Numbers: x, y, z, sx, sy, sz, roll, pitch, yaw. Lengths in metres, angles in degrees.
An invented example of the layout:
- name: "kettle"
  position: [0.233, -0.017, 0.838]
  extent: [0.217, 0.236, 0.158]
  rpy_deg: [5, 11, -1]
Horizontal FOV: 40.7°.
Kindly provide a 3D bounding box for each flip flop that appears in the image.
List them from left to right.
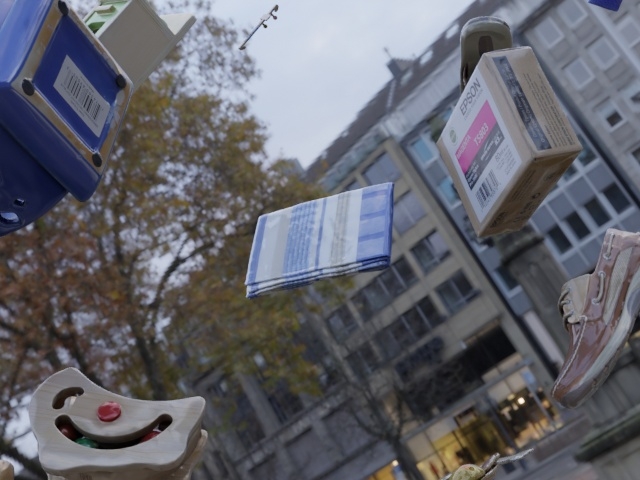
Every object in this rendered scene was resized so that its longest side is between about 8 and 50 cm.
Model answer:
- name: "flip flop"
  position: [0.299, -0.278, 1.512]
  extent: [0.112, 0.080, 0.277]
  rpy_deg: [-5, -28, 11]

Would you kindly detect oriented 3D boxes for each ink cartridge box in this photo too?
- name: "ink cartridge box"
  position: [0.279, -0.145, 1.321]
  extent: [0.088, 0.193, 0.234]
  rpy_deg: [-12, -27, -18]

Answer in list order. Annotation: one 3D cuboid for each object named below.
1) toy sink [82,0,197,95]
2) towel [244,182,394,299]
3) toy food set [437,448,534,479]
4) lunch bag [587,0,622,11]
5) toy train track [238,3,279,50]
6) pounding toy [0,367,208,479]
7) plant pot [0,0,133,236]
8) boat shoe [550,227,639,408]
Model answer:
- name: "toy sink"
  position: [-0.378, -0.393, 1.651]
  extent: [0.234, 0.153, 0.131]
  rpy_deg: [-54, -53, -18]
- name: "towel"
  position: [0.000, 0.000, 1.569]
  extent: [0.285, 0.209, 0.034]
  rpy_deg: [-14, -47, 20]
- name: "toy food set"
  position: [0.191, 0.330, 1.194]
  extent: [0.192, 0.038, 0.132]
  rpy_deg: [-24, -10, -30]
- name: "lunch bag"
  position: [0.275, -0.338, 0.708]
  extent: [0.221, 0.138, 0.293]
  rpy_deg: [-66, -10, -66]
- name: "toy train track"
  position: [-0.086, -0.303, 1.235]
  extent: [0.083, 0.014, 0.048]
  rpy_deg: [-48, 22, 2]
- name: "pounding toy"
  position: [-0.275, 0.263, 1.072]
  extent: [0.269, 0.154, 0.155]
  rpy_deg: [-1, -50, -5]
- name: "plant pot"
  position: [-0.379, -0.169, 1.072]
  extent: [0.212, 0.236, 0.236]
  rpy_deg: [-10, -40, 23]
- name: "boat shoe"
  position: [0.415, 0.110, 1.300]
  extent: [0.324, 0.116, 0.123]
  rpy_deg: [-51, -24, -29]
